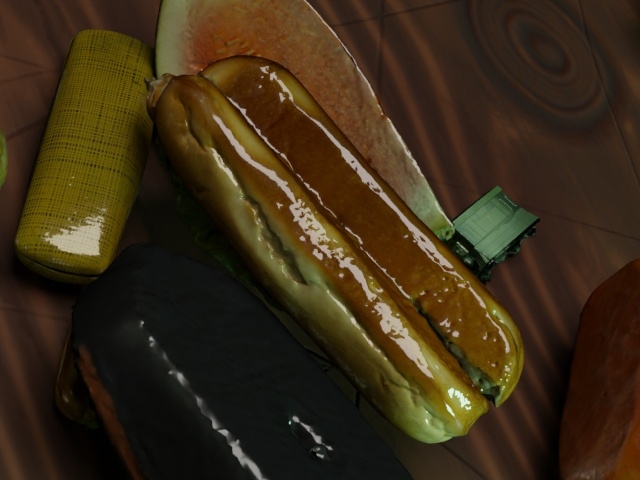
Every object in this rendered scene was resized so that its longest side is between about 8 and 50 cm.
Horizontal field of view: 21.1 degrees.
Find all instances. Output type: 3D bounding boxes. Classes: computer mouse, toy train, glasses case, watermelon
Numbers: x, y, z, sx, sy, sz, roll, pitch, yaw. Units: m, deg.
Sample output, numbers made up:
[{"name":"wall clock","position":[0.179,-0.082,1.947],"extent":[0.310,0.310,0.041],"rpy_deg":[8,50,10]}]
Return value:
[{"name":"computer mouse","position":[-0.048,0.146,1.117],"extent":[0.323,0.116,0.183],"rpy_deg":[50,22,17]},{"name":"toy train","position":[0.136,-0.005,1.406],"extent":[0.056,0.038,0.093],"rpy_deg":[43,46,10]},{"name":"glasses case","position":[-0.168,-0.065,1.263],"extent":[0.079,0.064,0.234],"rpy_deg":[18,48,-12]},{"name":"watermelon","position":[-0.043,-0.086,1.308],"extent":[0.128,0.159,0.303],"rpy_deg":[-34,86,-17]}]

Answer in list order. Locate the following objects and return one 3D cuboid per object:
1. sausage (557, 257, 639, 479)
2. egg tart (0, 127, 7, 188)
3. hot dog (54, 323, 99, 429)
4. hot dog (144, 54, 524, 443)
[{"name":"sausage","position":[0.262,0.129,1.291],"extent":[0.141,0.153,0.268],"rpy_deg":[31,47,-17]},{"name":"egg tart","position":[-0.365,-0.129,1.067],"extent":[0.388,0.388,0.169],"rpy_deg":[40,88,4]},{"name":"hot dog","position":[-0.153,0.081,1.180],"extent":[0.049,0.037,0.122],"rpy_deg":[14,45,-3]},{"name":"hot dog","position":[0.000,0.000,1.205],"extent":[0.337,0.100,0.135],"rpy_deg":[47,47,9]}]
